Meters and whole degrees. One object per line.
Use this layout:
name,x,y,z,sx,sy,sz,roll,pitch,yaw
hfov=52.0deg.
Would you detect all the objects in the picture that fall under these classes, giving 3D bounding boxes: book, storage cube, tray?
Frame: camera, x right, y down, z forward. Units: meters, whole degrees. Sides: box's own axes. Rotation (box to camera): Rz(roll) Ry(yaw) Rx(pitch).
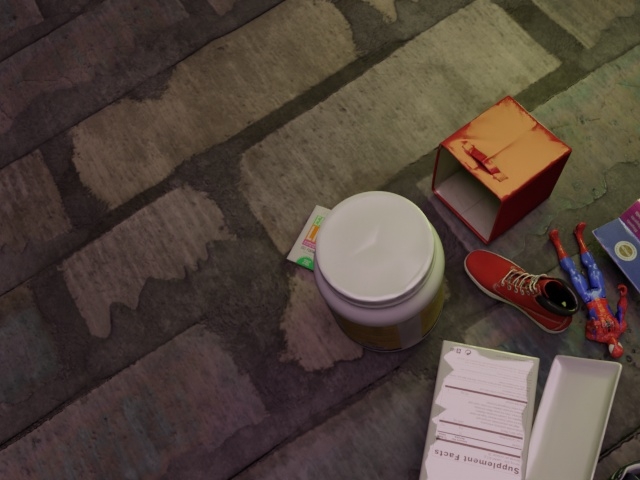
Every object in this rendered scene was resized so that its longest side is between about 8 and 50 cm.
book,0.000,0.000,1.476,0.096,0.035,0.144,22,75,22
storage cube,0.370,-0.146,1.375,0.193,0.215,0.183,-36,66,-12
tray,0.467,0.348,1.219,0.145,0.030,0.270,-4,58,56

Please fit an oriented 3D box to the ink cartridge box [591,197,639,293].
ink cartridge box,0.766,0.027,1.276,0.330,0.071,0.324,-25,66,-15

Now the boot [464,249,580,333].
boot,0.393,0.077,1.295,0.244,0.176,0.088,36,80,22

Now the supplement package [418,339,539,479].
supplement package,0.284,0.357,1.198,0.175,0.177,0.292,9,71,13

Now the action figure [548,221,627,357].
action figure,0.539,0.090,1.290,0.092,0.139,0.280,-16,69,5

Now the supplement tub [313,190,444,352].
supplement tub,0.117,0.067,1.261,0.241,0.331,0.241,-3,67,8

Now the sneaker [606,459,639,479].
sneaker,0.492,0.478,1.126,0.282,0.153,0.099,-40,67,-7
